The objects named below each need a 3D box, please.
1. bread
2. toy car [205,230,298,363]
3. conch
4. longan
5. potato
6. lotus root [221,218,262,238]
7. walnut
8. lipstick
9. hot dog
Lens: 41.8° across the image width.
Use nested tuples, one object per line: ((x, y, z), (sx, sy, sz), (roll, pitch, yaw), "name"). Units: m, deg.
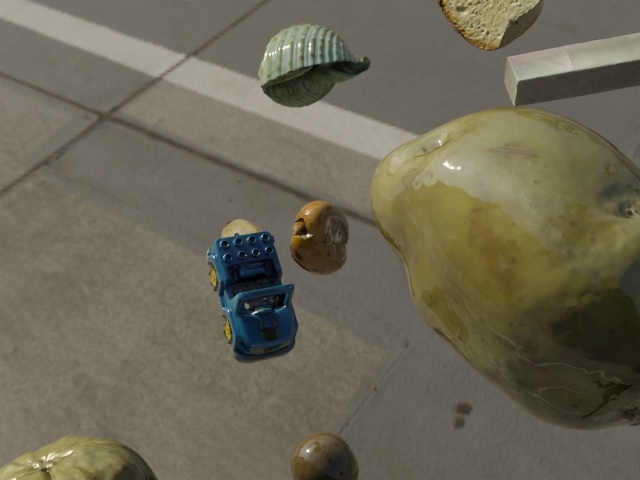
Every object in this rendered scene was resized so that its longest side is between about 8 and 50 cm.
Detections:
((0.224, -0.316, 1.080), (0.044, 0.126, 0.129), (-8, 62, -51), "bread")
((-0.093, 0.070, 1.189), (0.097, 0.100, 0.191), (-10, 71, -23), "toy car")
((-0.024, -0.239, 1.116), (0.153, 0.102, 0.135), (-27, -3, 33), "conch")
((0.006, 0.354, 1.298), (0.113, 0.092, 0.113), (1, 84, -6), "longan")
((0.195, 0.013, 0.755), (0.221, 0.243, 0.326), (-25, 48, -21), "potato")
((-0.118, 0.010, 1.318), (0.073, 0.062, 0.150), (-54, 38, 4), "lotus root")
((-0.349, 0.428, 1.207), (0.282, 0.276, 0.253), (-18, 16, 41), "walnut")
((0.477, -0.295, 1.416), (0.318, 0.066, 0.068), (-10, 55, -1), "lipstick")
((0.000, -0.002, 1.033), (0.060, 0.140, 0.089), (4, 86, 24), "hot dog")
